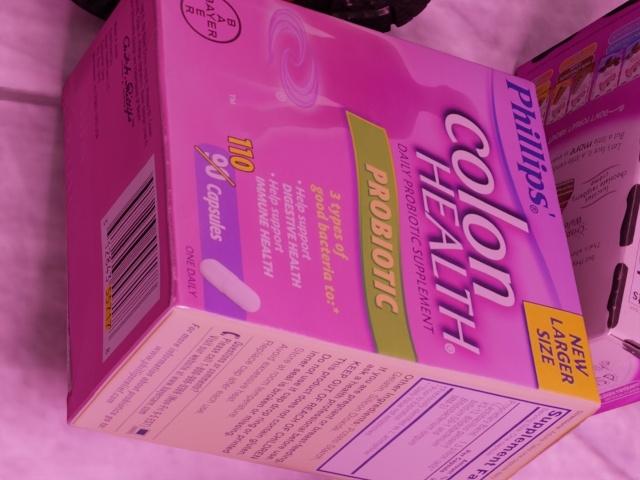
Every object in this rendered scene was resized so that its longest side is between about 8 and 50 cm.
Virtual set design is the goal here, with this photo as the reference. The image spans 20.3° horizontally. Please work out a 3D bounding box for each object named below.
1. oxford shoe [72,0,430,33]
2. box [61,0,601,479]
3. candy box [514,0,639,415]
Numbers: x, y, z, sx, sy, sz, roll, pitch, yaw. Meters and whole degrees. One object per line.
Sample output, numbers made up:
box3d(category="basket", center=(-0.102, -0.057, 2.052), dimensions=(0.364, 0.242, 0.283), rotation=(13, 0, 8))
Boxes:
box3d(category="oxford shoe", center=(-0.051, -0.166, 1.014), dimensions=(0.227, 0.083, 0.096), rotation=(-3, 58, -33))
box3d(category="box", center=(0.000, 0.000, 0.923), dimensions=(0.243, 0.117, 0.213), rotation=(16, 50, -28))
box3d(category="candy box", center=(0.163, -0.017, 1.037), dimensions=(0.071, 0.159, 0.233), rotation=(26, 63, -21))
